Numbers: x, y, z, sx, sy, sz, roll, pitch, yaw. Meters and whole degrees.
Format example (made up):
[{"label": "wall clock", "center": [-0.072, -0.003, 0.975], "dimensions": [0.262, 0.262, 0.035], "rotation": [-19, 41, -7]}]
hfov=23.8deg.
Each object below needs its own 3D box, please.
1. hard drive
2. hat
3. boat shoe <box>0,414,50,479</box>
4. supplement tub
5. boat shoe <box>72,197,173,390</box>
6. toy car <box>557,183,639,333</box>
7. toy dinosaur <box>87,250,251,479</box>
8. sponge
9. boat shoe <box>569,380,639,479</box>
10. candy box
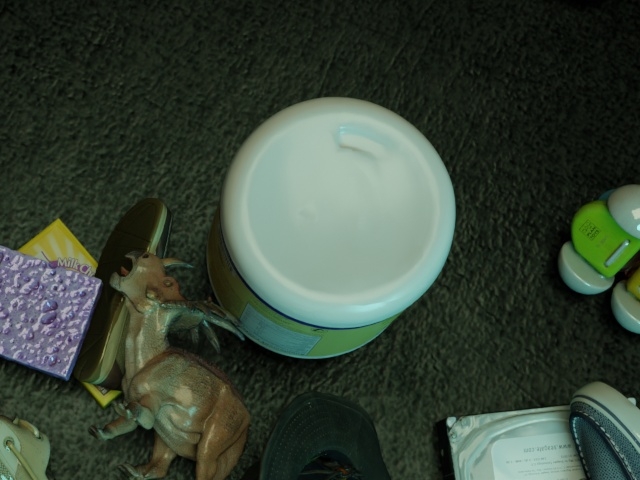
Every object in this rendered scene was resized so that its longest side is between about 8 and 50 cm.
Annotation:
[{"label": "hard drive", "center": [0.274, 0.361, 1.757], "dimensions": [0.237, 0.064, 0.339], "rotation": [-4, 79, -9]}, {"label": "hat", "center": [-0.023, 0.335, 1.667], "dimensions": [0.134, 0.331, 0.331], "rotation": [-14, 77, 29]}, {"label": "boat shoe", "center": [-0.354, 0.246, 1.656], "dimensions": [0.110, 0.122, 0.341], "rotation": [-33, 102, -34]}, {"label": "supplement tub", "center": [0.000, 0.000, 1.660], "dimensions": [0.241, 0.331, 0.241], "rotation": [2, 77, -7]}, {"label": "boat shoe", "center": [-0.213, 0.063, 1.726], "dimensions": [0.073, 0.080, 0.223], "rotation": [32, 71, -42]}, {"label": "toy car", "center": [0.388, 0.007, 1.825], "dimensions": [0.182, 0.159, 0.136], "rotation": [36, 41, 1]}, {"label": "toy dinosaur", "center": [-0.140, 0.169, 1.662], "dimensions": [0.200, 0.127, 0.295], "rotation": [-48, 122, -29]}, {"label": "sponge", "center": [-0.357, 0.066, 1.685], "dimensions": [0.210, 0.031, 0.117], "rotation": [19, 78, 4]}, {"label": "boat shoe", "center": [0.337, 0.334, 1.671], "dimensions": [0.158, 0.127, 0.340], "rotation": [-29, 83, -21]}, {"label": "candy box", "center": [-0.278, 0.083, 1.759], "dimensions": [0.105, 0.027, 0.206], "rotation": [-40, 86, -18]}]
